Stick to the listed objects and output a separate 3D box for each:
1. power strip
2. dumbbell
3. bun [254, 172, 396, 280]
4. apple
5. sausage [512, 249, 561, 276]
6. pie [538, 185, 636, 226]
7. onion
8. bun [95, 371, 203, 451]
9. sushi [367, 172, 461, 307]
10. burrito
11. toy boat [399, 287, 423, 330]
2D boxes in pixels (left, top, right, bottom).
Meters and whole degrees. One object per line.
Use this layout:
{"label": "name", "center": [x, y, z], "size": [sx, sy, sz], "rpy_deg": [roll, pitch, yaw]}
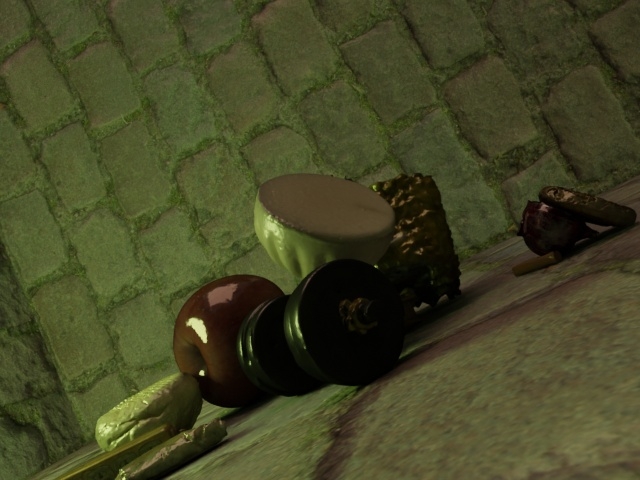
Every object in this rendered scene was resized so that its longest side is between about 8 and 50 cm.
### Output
{"label": "power strip", "center": [-0.360, 0.392, 0.857], "size": [0.305, 0.064, 0.044], "rpy_deg": [-26, 0, -2]}
{"label": "dumbbell", "center": [-0.010, 0.155, 0.856], "size": [0.185, 0.185, 0.388], "rpy_deg": [-22, -8, -32]}
{"label": "bun", "center": [0.000, 0.000, 0.958], "size": [0.263, 0.263, 0.175], "rpy_deg": [-20, -49, -44]}
{"label": "apple", "center": [-0.190, 0.222, 1.179], "size": [0.235, 0.306, 0.306], "rpy_deg": [-22, -8, -41]}
{"label": "sausage", "center": [0.424, 0.047, 1.028], "size": [0.026, 0.026, 0.116], "rpy_deg": [-23, -8, -30]}
{"label": "pie", "center": [0.529, -0.067, 1.052], "size": [0.195, 0.046, 0.195], "rpy_deg": [18, 5, -1]}
{"label": "onion", "center": [0.477, -0.011, 1.071], "size": [0.206, 0.151, 0.098], "rpy_deg": [11, -74, -62]}
{"label": "bun", "center": [-0.335, 0.366, 1.056], "size": [0.220, 0.134, 0.220], "rpy_deg": [-28, 1, 0]}
{"label": "sushi", "center": [0.134, 0.041, 1.209], "size": [0.351, 0.240, 0.396], "rpy_deg": [-15, -26, 13]}
{"label": "burrito", "center": [-0.234, 0.334, 0.811], "size": [0.188, 0.045, 0.058], "rpy_deg": [-26, -13, -19]}
{"label": "toy boat", "center": [0.077, 0.197, 1.130], "size": [0.321, 0.089, 0.121], "rpy_deg": [-29, -16, 30]}
